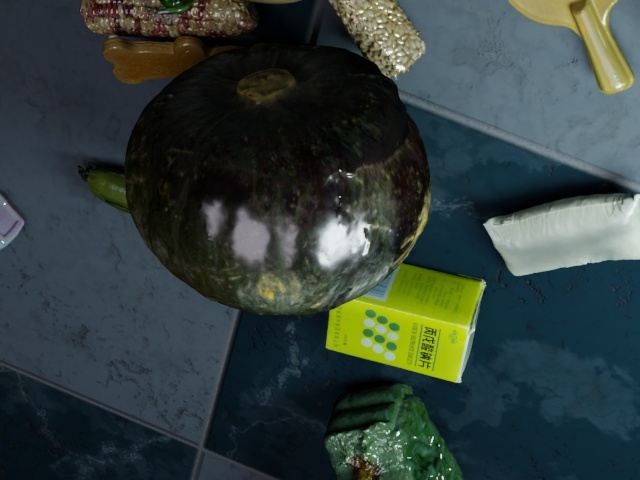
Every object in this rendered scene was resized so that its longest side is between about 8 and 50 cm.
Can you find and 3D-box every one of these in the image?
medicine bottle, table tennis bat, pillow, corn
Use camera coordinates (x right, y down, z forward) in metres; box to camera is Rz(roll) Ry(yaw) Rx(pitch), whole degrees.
[{"bbox_3d":[0.144,0.126,1.978,0.250,0.141,0.137,14,127,12],"label":"medicine bottle"},{"bbox_3d":[0.351,-0.342,1.595,0.198,0.050,0.320,-17,114,32],"label":"table tennis bat"},{"bbox_3d":[-0.674,-0.019,2.227,0.188,0.094,0.119,-26,114,35],"label":"medicine bottle"},{"bbox_3d":[0.394,-0.005,1.817,0.254,0.078,0.144,-11,130,29],"label":"pillow"},{"bbox_3d":[-0.231,-0.357,1.786,0.290,0.098,0.098,5,127,19],"label":"corn"}]

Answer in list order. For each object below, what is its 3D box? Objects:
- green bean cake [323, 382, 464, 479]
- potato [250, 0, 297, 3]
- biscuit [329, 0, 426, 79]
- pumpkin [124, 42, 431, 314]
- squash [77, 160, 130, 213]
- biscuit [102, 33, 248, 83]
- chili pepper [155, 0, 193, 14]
[{"bbox_3d":[0.130,0.455,2.123,0.169,0.308,0.300,-17,119,30],"label":"green bean cake"},{"bbox_3d":[-0.097,-0.429,1.646,0.235,0.160,0.178,38,148,-22],"label":"potato"},{"bbox_3d":[0.081,-0.320,1.704,0.168,0.082,0.070,52,152,-20],"label":"biscuit"},{"bbox_3d":[-0.060,-0.087,1.693,0.455,0.454,0.344,10,132,15],"label":"pumpkin"},{"bbox_3d":[-0.288,-0.076,2.041,0.319,0.071,0.080,9,127,15],"label":"squash"},{"bbox_3d":[-0.216,-0.287,1.827,0.240,0.035,0.158,-1,167,-3],"label":"biscuit"},{"bbox_3d":[-0.258,-0.413,1.715,0.257,0.100,0.074,41,114,27],"label":"chili pepper"}]
